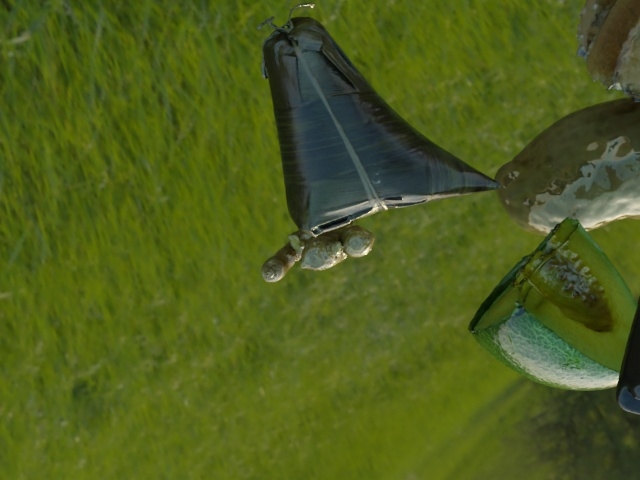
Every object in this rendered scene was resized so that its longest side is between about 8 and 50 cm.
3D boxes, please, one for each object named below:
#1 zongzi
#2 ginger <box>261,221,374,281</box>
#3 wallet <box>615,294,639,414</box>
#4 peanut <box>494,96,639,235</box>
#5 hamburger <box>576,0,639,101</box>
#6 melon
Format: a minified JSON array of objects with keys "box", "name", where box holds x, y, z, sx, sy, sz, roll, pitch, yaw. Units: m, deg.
[{"box":[0.064,-0.148,1.312,0.241,0.111,0.247,-12,106,-5],"name":"zongzi"},{"box":[0.000,0.000,1.464,0.193,0.176,0.052,-23,108,30],"name":"ginger"},{"box":[0.348,0.071,0.970,0.182,0.229,0.049,9,127,17],"name":"wallet"},{"box":[0.424,-0.104,1.590,0.387,0.169,0.192,-12,150,17],"name":"peanut"},{"box":[0.547,-0.325,1.464,0.445,0.268,0.287,2,121,-8],"name":"hamburger"},{"box":[0.276,0.106,1.373,0.129,0.169,0.265,-47,178,32],"name":"melon"}]
